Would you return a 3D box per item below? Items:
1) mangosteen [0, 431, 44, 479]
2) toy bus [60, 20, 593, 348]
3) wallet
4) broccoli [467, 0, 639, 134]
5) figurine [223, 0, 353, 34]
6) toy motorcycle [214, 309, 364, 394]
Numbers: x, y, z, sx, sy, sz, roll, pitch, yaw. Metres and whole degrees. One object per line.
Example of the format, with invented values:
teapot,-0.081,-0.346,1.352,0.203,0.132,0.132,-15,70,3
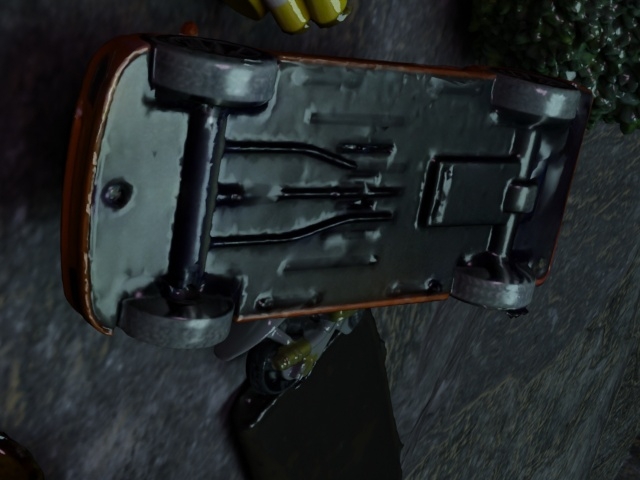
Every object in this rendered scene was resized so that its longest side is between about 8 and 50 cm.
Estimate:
mangosteen,-0.156,0.300,0.569,0.306,0.359,0.306,-33,172,-5
toy bus,0.001,-0.040,0.565,0.329,0.153,0.143,-4,112,-39
wallet,0.003,0.190,0.916,0.165,0.042,0.309,-44,145,-26
broccoli,0.257,-0.263,0.731,0.338,0.277,0.317,60,42,-66
figurine,-0.038,-0.181,0.513,0.178,0.109,0.129,5,83,-59
toy motorcycle,0.000,0.000,0.724,0.225,0.073,0.152,-56,145,-11
